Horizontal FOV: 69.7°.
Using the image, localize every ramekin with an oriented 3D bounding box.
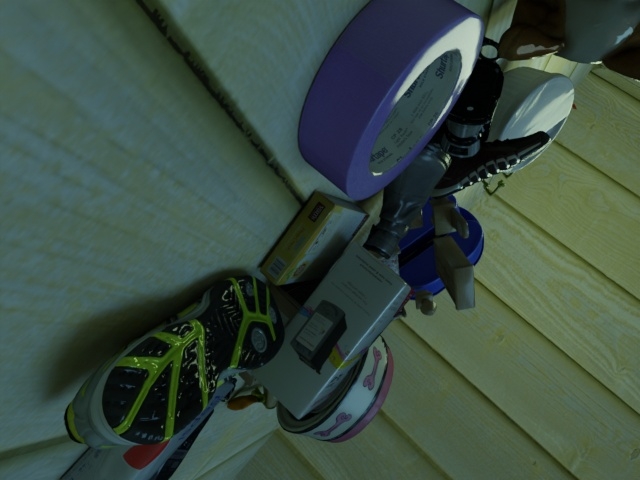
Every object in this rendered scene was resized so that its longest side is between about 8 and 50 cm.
[{"bbox_3d":[0.516,-0.324,1.209,0.272,0.127,0.273,-23,140,-22],"label":"ramekin"}]

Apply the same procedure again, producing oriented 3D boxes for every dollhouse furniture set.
[{"bbox_3d":[0.171,0.087,1.115,0.174,0.354,0.304,-99,178,-65],"label":"dollhouse furniture set"}]

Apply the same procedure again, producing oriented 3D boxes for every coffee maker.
[{"bbox_3d":[0.309,-0.272,0.926,0.171,0.120,0.178,-50,164,0],"label":"coffee maker"}]

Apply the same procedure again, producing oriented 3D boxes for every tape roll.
[{"bbox_3d":[0.096,-0.190,0.622,0.274,0.090,0.275,-43,162,-18],"label":"tape roll"}]

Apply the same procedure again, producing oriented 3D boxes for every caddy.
[{"bbox_3d":[0.317,0.020,1.354,0.341,0.241,0.179,-36,156,1],"label":"caddy"}]

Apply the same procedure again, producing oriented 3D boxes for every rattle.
[{"bbox_3d":[-0.178,0.375,1.279,0.130,0.142,0.200,-80,179,-54],"label":"rattle"}]

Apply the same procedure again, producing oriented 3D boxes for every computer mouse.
[{"bbox_3d":[-0.287,0.379,0.957,0.272,0.072,0.189,-55,165,-26],"label":"computer mouse"}]

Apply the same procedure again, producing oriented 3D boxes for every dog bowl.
[{"bbox_3d":[0.051,0.416,1.392,0.408,0.150,0.408,-44,-160,21],"label":"dog bowl"}]

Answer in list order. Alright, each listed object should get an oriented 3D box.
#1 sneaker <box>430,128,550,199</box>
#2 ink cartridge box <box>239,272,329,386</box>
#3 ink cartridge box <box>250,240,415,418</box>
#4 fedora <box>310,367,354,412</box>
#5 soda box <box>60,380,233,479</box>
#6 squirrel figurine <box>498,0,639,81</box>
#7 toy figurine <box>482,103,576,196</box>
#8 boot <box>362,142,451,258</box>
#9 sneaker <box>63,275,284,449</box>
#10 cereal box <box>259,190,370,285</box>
[{"bbox_3d":[0.349,-0.217,1.037,0.281,0.163,0.106,-25,176,25],"label":"sneaker"},{"bbox_3d":[-0.074,0.178,1.001,0.193,0.088,0.235,-17,145,-58],"label":"ink cartridge box"},{"bbox_3d":[0.038,0.171,0.901,0.306,0.131,0.226,-53,162,2],"label":"ink cartridge box"},{"bbox_3d":[-0.025,0.331,1.297,0.244,0.124,0.275,-48,-162,14],"label":"fedora"},{"bbox_3d":[-0.286,0.323,0.777,0.286,0.091,0.098,-47,163,-7],"label":"soda box"},{"bbox_3d":[0.511,-0.515,0.765,0.371,0.280,0.397,95,20,-44],"label":"squirrel figurine"},{"bbox_3d":[0.587,-0.319,1.433,0.363,0.191,0.217,-53,168,18],"label":"toy figurine"},{"bbox_3d":[0.158,-0.068,0.925,0.223,0.118,0.338,-62,162,-2],"label":"boot"},{"bbox_3d":[-0.183,0.151,0.655,0.147,0.145,0.384,-22,178,25],"label":"sneaker"},{"bbox_3d":[0.000,0.000,0.865,0.173,0.047,0.240,-54,164,11],"label":"cereal box"}]
